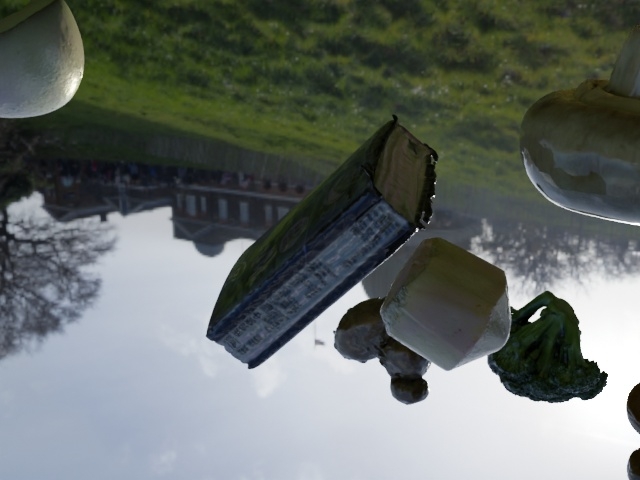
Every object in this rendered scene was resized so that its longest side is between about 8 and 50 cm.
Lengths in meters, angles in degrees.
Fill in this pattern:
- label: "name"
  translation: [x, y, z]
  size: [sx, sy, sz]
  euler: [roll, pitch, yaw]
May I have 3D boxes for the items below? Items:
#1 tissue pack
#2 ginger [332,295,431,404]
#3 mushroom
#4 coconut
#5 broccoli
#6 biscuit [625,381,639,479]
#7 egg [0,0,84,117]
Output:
- label: "tissue pack"
  translation: [0.000, 0.000, 1.012]
  size: [0.122, 0.361, 0.259]
  euler: [41, -151, -11]
- label: "ginger"
  translation: [0.189, 0.283, 1.838]
  size: [0.304, 0.244, 0.155]
  euler: [42, -158, 16]
- label: "mushroom"
  translation: [0.389, -0.143, 0.860]
  size: [0.260, 0.234, 0.254]
  euler: [-2, -157, -11]
- label: "coconut"
  translation: [0.164, 0.082, 0.860]
  size: [0.153, 0.147, 0.147]
  euler: [30, -164, 0]
- label: "broccoli"
  translation: [0.517, 0.249, 1.598]
  size: [0.265, 0.245, 0.294]
  euler: [-10, -137, -40]
- label: "biscuit"
  translation: [0.484, 0.290, 0.860]
  size: [0.197, 0.049, 0.301]
  euler: [-8, -145, -5]
- label: "egg"
  translation: [-0.485, -0.275, 1.120]
  size: [0.206, 0.161, 0.271]
  euler: [5, -139, 36]
